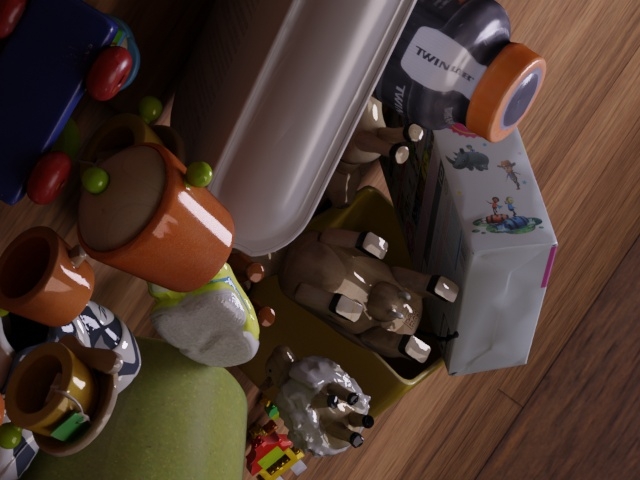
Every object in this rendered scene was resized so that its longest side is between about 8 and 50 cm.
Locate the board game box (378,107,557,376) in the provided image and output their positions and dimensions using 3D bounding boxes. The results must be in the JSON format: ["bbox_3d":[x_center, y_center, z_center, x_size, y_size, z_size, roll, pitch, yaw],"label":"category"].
[{"bbox_3d":[0.149,-0.046,2.086,0.097,0.303,0.224,-8,145,-11],"label":"board game box"}]

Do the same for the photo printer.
[{"bbox_3d":[-0.028,-0.151,1.602,0.307,0.107,0.256,-64,-161,20],"label":"photo printer"}]

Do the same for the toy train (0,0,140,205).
[{"bbox_3d":[-0.222,-0.067,1.471,0.248,0.105,0.143,-59,174,9],"label":"toy train"}]

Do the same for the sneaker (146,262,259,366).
[{"bbox_3d":[-0.115,0.003,1.733,0.240,0.091,0.126,58,31,-43],"label":"sneaker"}]

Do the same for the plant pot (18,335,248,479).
[{"bbox_3d":[-0.174,0.236,1.783,0.276,0.276,0.254,97,4,-52],"label":"plant pot"}]

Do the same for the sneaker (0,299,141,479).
[{"bbox_3d":[-0.274,0.118,1.653,0.235,0.094,0.153,-33,138,-2],"label":"sneaker"}]

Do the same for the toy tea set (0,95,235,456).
[{"bbox_3d":[-0.210,0.036,1.486,0.124,0.200,0.336,36,90,-41],"label":"toy tea set"}]

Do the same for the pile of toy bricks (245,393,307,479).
[{"bbox_3d":[-0.019,0.185,2.372,0.212,0.118,0.105,-39,131,-1],"label":"pile of toy bricks"}]

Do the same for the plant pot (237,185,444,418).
[{"bbox_3d":[0.032,0.102,2.195,0.212,0.212,0.187,-32,162,-50],"label":"plant pot"}]

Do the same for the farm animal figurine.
[{"bbox_3d":[0.000,0.000,1.963,0.330,0.172,0.327,-50,118,-19],"label":"farm animal figurine"}]

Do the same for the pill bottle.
[{"bbox_3d":[0.077,-0.183,1.756,0.130,0.245,0.130,-47,158,-25],"label":"pill bottle"}]
